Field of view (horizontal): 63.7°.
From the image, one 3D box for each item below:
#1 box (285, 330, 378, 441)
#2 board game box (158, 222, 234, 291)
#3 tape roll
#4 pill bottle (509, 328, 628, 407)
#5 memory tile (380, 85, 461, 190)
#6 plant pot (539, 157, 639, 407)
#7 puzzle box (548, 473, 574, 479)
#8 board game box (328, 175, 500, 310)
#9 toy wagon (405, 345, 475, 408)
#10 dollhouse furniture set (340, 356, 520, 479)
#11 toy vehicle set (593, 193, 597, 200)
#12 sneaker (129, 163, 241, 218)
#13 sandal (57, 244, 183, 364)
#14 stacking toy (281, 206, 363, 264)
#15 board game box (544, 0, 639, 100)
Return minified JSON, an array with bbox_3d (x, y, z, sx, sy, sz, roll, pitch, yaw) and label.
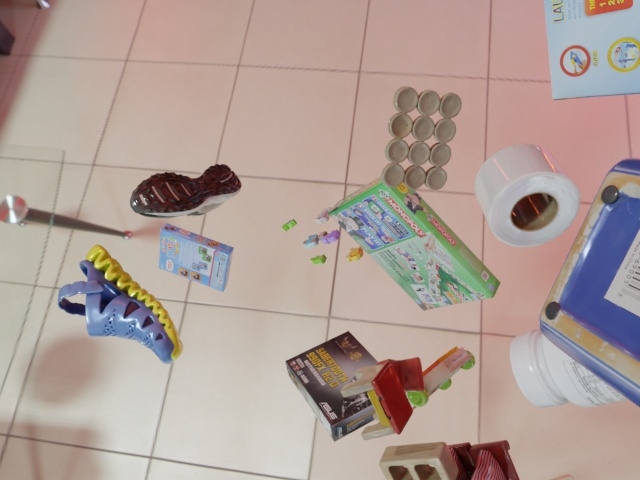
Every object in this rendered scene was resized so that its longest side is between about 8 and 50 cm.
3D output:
[{"bbox_3d":[0.050,0.325,1.185,0.183,0.056,0.231,-22,35,-20],"label":"box"},{"bbox_3d":[-0.368,0.052,1.512,0.211,0.160,0.039,20,39,1],"label":"board game box"},{"bbox_3d":[0.573,-0.125,1.447,0.246,0.246,0.169,-5,37,4],"label":"tape roll"},{"bbox_3d":[0.477,0.185,0.856,0.283,0.160,0.161,-31,61,42],"label":"pill bottle"},{"bbox_3d":[0.148,-0.148,0.764,0.113,0.012,0.148,0,111,-20],"label":"memory tile"},{"bbox_3d":[0.359,0.055,0.460,0.212,0.236,0.236,18,102,-16],"label":"plant pot"},{"bbox_3d":[0.509,0.802,1.306,0.408,0.052,0.272,-21,68,2],"label":"puzzle box"},{"bbox_3d":[0.186,0.013,1.062,0.317,0.213,0.046,45,59,-12],"label":"board game box"},{"bbox_3d":[0.288,0.431,1.459,0.267,0.344,0.068,-17,59,-44],"label":"toy wagon"},{"bbox_3d":[0.213,0.359,0.912,0.152,0.201,0.374,-20,98,34],"label":"dollhouse furniture set"},{"bbox_3d":[0.538,-0.023,0.730,0.266,0.166,0.035,-16,28,13],"label":"toy vehicle set"},{"bbox_3d":[-0.286,-0.086,1.102,0.108,0.271,0.100,-43,77,35],"label":"sneaker"},{"bbox_3d":[-0.397,0.146,1.014,0.317,0.126,0.138,33,57,26],"label":"sandal"},{"bbox_3d":[0.000,0.000,1.492,0.167,0.221,0.052,52,51,-22],"label":"stacking toy"},{"bbox_3d":[0.421,-0.334,0.597,0.086,0.308,0.301,-29,26,-31],"label":"board game box"}]
